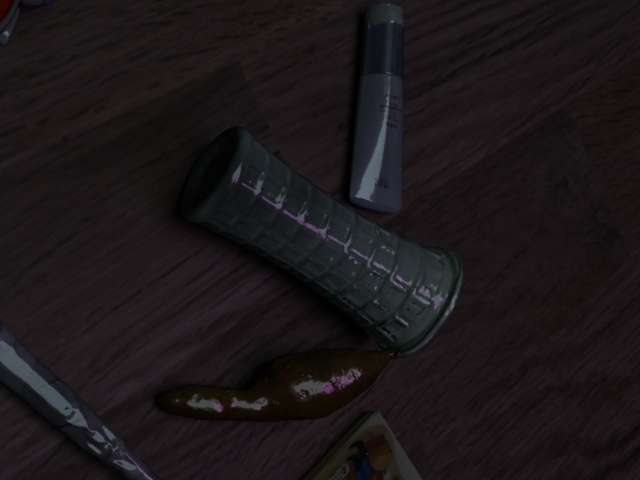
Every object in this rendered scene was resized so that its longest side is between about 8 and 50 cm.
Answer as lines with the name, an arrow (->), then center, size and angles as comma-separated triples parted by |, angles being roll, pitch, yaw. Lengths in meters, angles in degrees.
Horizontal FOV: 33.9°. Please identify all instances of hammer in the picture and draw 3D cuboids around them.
hammer -> -0.185, 0.224, 1.001 | 0.427, 0.044, 0.152 | 45, 70, -19

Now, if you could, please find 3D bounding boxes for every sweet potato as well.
sweet potato -> -0.041, 0.160, 1.112 | 0.269, 0.075, 0.075 | -9, 87, -23

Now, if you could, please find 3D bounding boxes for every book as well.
book -> 0.065, 0.357, 1.182 | 0.202, 0.027, 0.264 | -41, 106, -35

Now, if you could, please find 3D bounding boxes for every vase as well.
vase -> 0.000, 0.000, 1.131 | 0.298, 0.143, 0.143 | 32, 65, -26

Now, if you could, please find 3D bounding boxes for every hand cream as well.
hand cream -> 0.074, -0.159, 1.269 | 0.079, 0.048, 0.255 | 10, 79, -30

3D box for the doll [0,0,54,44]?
doll -> -0.316, -0.228, 0.969 | 0.102, 0.075, 0.227 | 40, 50, -9
